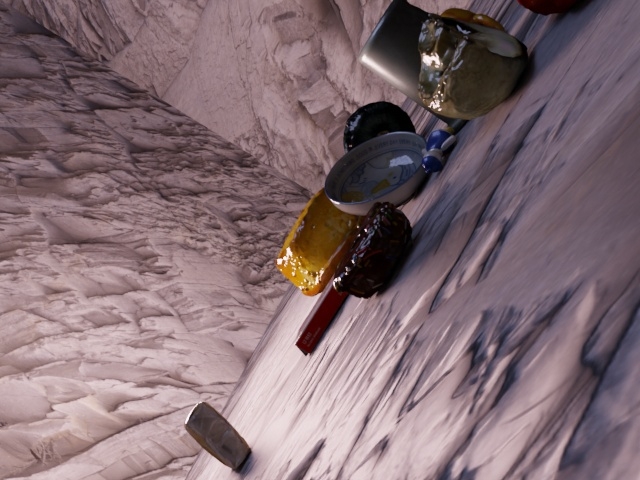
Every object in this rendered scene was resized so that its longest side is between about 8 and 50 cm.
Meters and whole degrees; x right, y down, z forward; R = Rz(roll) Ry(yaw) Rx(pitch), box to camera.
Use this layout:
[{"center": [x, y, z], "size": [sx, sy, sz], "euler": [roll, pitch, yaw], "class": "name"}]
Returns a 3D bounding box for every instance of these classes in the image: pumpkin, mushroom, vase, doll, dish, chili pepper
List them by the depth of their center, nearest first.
[{"center": [0.415, -0.467, 1.343], "size": [0.110, 0.110, 0.387], "euler": [-57, 5, 20], "class": "chili pepper"}, {"center": [0.281, -0.320, 1.406], "size": [0.267, 0.189, 0.164], "euler": [-116, 39, -57], "class": "mushroom"}, {"center": [0.257, -0.199, 1.632], "size": [0.098, 0.057, 0.143], "euler": [-24, 30, 46], "class": "doll"}, {"center": [0.252, -0.421, 1.716], "size": [0.245, 0.291, 0.245], "euler": [-57, 2, 3], "class": "vase"}, {"center": [0.159, -0.134, 1.814], "size": [0.273, 0.134, 0.273], "euler": [-22, 33, 15], "class": "dish"}, {"center": [0.350, -0.486, 1.969], "size": [0.270, 0.166, 0.162], "euler": [-60, 1, 18], "class": "doll"}, {"center": [0.180, -0.309, 2.265], "size": [0.233, 0.233, 0.163], "euler": [-59, 14, -3], "class": "pumpkin"}]

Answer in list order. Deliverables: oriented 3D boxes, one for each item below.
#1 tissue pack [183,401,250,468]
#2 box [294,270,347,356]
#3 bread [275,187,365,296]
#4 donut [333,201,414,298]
[{"center": [-0.275, 0.512, 1.934], "size": [0.090, 0.186, 0.222], "euler": [-46, -1, -17], "class": "tissue pack"}, {"center": [0.009, 0.179, 1.895], "size": [0.229, 0.050, 0.123], "euler": [-58, 2, 10], "class": "box"}, {"center": [0.001, -0.002, 2.321], "size": [0.337, 0.204, 0.358], "euler": [-66, 9, -28], "class": "bread"}, {"center": [0.110, 0.022, 1.484], "size": [0.216, 0.096, 0.230], "euler": [-62, 4, -9], "class": "donut"}]
